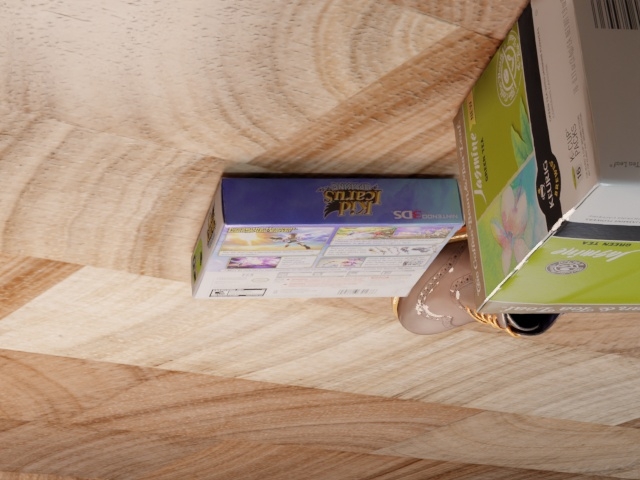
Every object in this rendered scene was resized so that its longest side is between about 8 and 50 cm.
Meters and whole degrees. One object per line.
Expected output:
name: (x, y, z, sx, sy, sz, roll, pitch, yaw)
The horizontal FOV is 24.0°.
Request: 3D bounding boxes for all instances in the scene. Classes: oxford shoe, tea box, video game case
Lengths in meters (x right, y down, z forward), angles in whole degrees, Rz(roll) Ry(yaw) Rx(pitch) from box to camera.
oxford shoe: (0.203, 0.056, 1.790, 0.130, 0.133, 0.363, 21, 147, -26)
tea box: (0.327, -0.081, 1.368, 0.328, 0.220, 0.323, 1, 157, -14)
video game case: (0.000, 0.000, 1.719, 0.269, 0.061, 0.244, 0, 160, -13)
